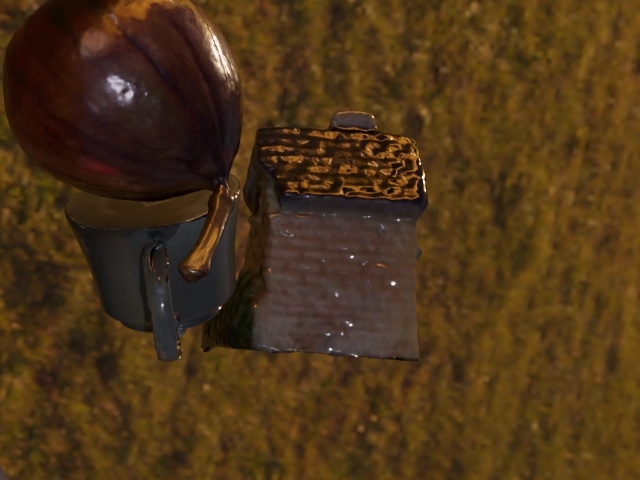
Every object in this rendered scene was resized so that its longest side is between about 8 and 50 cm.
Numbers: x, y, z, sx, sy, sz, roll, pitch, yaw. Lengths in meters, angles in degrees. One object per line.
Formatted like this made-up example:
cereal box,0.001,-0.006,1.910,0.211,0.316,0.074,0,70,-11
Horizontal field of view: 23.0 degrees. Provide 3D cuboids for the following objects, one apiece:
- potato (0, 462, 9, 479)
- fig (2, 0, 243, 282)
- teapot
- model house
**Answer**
potato,-0.464,0.281,1.692,0.189,0.264,0.211,-28,106,-32
fig,-0.128,-0.099,1.267,0.186,0.249,0.204,-51,170,-5
teapot,-0.147,0.029,1.459,0.239,0.162,0.149,-108,-168,-67
model house,0.002,0.000,1.780,0.298,0.243,0.284,161,-63,-79
